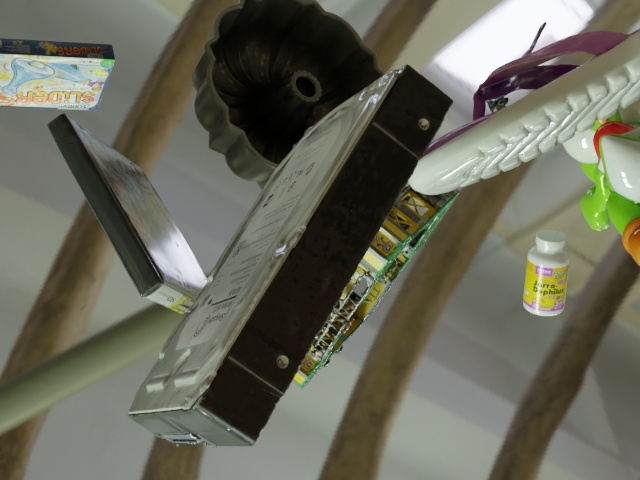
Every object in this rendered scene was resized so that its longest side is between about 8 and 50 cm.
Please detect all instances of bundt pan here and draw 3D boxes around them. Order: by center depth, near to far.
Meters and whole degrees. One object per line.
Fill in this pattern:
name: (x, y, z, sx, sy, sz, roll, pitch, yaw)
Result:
bundt pan: (-0.052, -0.203, 1.691, 0.331, 0.124, 0.330, 16, -121, -28)

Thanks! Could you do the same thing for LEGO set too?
LEGO set: (0.000, 0.000, 1.374, 0.192, 0.331, 0.255, 39, -132, 9)

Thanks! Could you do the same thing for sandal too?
sandal: (0.254, -0.172, 1.133, 0.102, 0.416, 0.169, 60, 172, 13)

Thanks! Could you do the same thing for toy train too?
toy train: (0.288, -0.191, 1.772, 0.027, 0.036, 0.158, 24, -147, -24)

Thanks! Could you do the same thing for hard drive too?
hard drive: (-0.034, 0.019, 0.975, 0.064, 0.237, 0.338, 35, -110, -13)

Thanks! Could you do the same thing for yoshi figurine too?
yoshi figurine: (0.423, -0.090, 1.465, 0.204, 0.203, 0.362, -7, -142, -10)

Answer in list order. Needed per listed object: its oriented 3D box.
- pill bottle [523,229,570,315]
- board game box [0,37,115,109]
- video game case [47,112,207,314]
pill bottle: (0.233, 0.033, 1.154, 0.043, 0.043, 0.083, -53, -33, -60)
board game box: (-0.449, -0.269, 1.826, 0.201, 0.136, 0.035, -2, -121, -26)
video game case: (-0.239, -0.020, 1.505, 0.274, 0.035, 0.248, 58, -174, 20)
